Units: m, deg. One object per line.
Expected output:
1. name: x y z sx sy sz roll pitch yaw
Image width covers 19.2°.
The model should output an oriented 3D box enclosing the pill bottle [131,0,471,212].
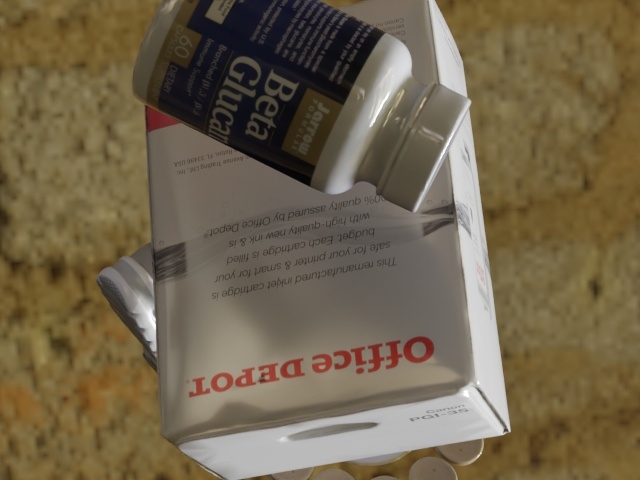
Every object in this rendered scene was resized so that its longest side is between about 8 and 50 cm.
1. pill bottle: -0.009 -0.083 1.029 0.169 0.094 0.094 26 -156 4

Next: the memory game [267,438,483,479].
1. memory game: 0.032 0.126 1.403 0.186 0.012 0.186 5 -123 -8

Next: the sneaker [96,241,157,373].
1. sneaker: -0.105 0.088 1.760 0.115 0.281 0.105 -37 -120 -9

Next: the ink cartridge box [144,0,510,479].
1. ink cartridge box: 0.000 0.000 1.246 0.207 0.283 0.117 -11 156 14
